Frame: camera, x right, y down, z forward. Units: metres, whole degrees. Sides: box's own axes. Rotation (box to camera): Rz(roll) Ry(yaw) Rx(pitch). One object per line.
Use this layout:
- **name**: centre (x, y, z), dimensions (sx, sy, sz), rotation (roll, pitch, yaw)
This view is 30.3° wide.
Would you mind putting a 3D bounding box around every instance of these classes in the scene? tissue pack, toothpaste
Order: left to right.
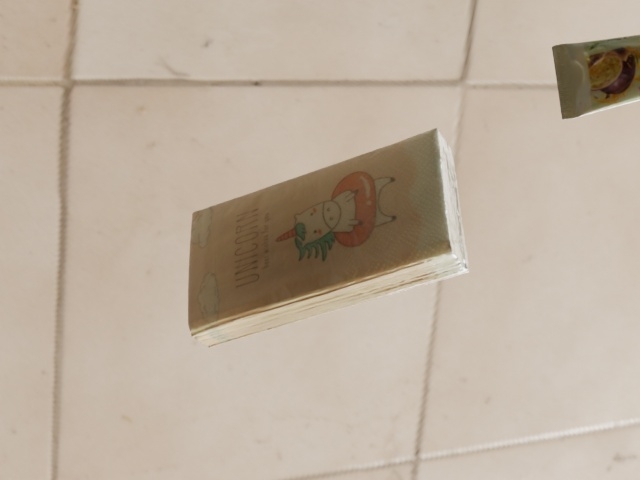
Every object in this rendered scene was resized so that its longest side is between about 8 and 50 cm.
- **tissue pack**: centre (0.000, 0.000, 1.322), dimensions (0.325, 0.170, 0.071), rotation (-17, 145, 22)
- **toothpaste**: centre (0.387, -0.185, 1.157), dimensions (0.058, 0.314, 0.056), rotation (-75, 149, -47)
